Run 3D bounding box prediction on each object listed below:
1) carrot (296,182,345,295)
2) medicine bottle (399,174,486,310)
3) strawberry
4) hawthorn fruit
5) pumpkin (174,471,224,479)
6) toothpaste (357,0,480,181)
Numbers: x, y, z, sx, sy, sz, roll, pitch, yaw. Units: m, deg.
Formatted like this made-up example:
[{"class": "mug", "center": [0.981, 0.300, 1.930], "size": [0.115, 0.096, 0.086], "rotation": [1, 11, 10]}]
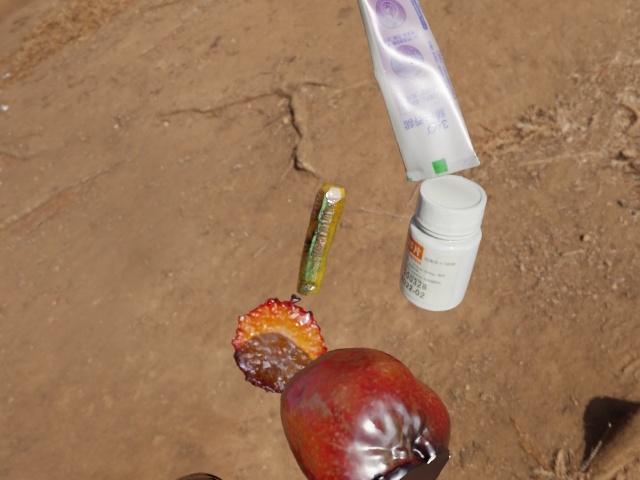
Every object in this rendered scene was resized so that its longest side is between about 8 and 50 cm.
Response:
[{"class": "carrot", "center": [0.000, 0.000, 1.359], "size": [0.070, 0.070, 0.260], "rotation": [27, 108, 50]}, {"class": "medicine bottle", "center": [0.239, 0.007, 1.190], "size": [0.144, 0.252, 0.144], "rotation": [4, 40, -3]}, {"class": "strawberry", "center": [-0.106, 0.260, 1.416], "size": [0.234, 0.178, 0.234], "rotation": [7, 60, -13]}, {"class": "hawthorn fruit", "center": [0.040, 0.224, 0.744], "size": [0.189, 0.189, 0.251], "rotation": [-44, 32, -18]}, {"class": "pumpkin", "center": [-0.184, 0.475, 0.936], "size": [0.162, 0.220, 0.220], "rotation": [-14, 33, -13]}, {"class": "toothpaste", "center": [0.082, -0.210, 0.624], "size": [0.075, 0.301, 0.048], "rotation": [-18, 6, 0]}]
